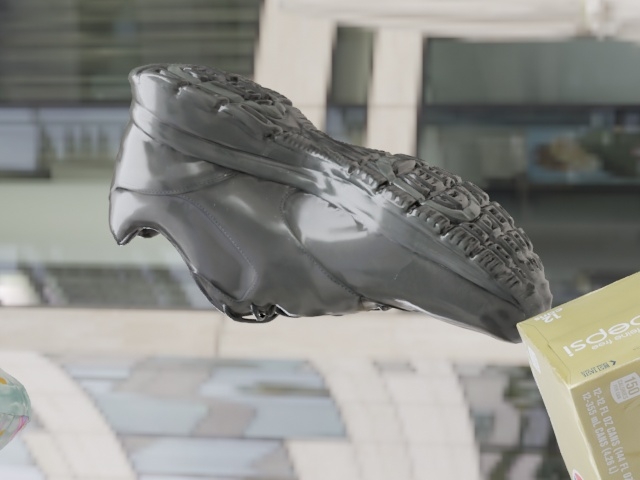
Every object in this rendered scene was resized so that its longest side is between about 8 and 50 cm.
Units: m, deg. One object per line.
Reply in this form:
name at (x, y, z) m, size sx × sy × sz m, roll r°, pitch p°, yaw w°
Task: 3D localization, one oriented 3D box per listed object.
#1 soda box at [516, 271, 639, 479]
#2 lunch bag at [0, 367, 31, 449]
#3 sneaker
soda box at (0.121, 0.100, 0.556) m, size 0.058 × 0.061 × 0.181 m, roll -122°, pitch 10°, yaw -72°
lunch bag at (-0.352, 0.135, 1.335) m, size 0.223 × 0.262 × 0.160 m, roll 65°, pitch -160°, yaw -81°
sneaker at (0.000, 0.000, 1.065) m, size 0.109 × 0.286 × 0.130 m, roll -10°, pitch -56°, yaw -62°
